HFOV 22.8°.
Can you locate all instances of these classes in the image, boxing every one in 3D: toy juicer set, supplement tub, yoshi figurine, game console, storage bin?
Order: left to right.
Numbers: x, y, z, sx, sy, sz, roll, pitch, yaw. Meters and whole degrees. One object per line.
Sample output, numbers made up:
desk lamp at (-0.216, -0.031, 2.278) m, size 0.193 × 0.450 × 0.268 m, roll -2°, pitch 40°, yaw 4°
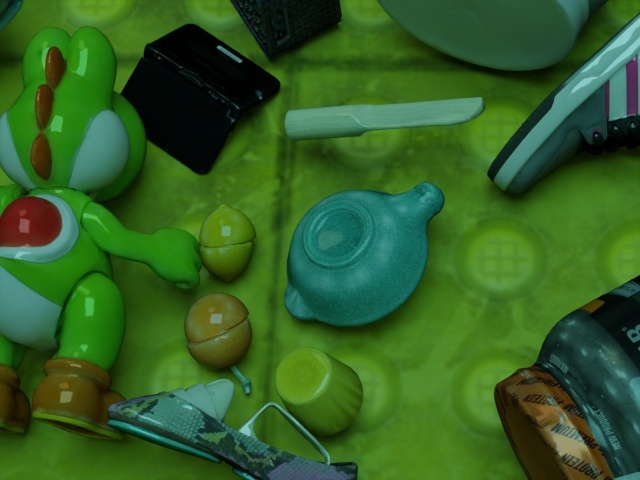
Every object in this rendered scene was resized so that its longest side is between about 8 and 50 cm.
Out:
yoshi figurine at (-0.222, -0.005, 1.427) m, size 0.203 × 0.203 × 0.362 m, roll 11°, pitch 76°, yaw -27°
game console at (-0.120, -0.140, 1.544) m, size 0.122 × 0.071 × 0.107 m, roll 35°, pitch 43°, yaw 18°
storage bin at (-0.060, -0.284, 1.543) m, size 0.084 × 0.122 × 0.180 m, roll -28°, pitch 66°, yaw -7°
toy juicer set at (0.000, 0.000, 1.439) m, size 0.209 × 0.089 × 0.329 m, roll 19°, pitch 73°, yaw 30°
supplement tub at (0.194, -0.348, 1.486) m, size 0.235 × 0.235 × 0.325 m, roll 18°, pitch 70°, yaw 13°
supplement tub at (0.325, 0.109, 1.286) m, size 0.338 × 0.207 × 0.207 m, roll -28°, pitch 66°, yaw -8°

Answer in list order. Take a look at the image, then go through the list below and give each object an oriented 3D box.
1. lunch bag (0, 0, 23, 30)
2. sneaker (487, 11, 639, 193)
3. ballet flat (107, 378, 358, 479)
lunch bag at (-0.438, -0.235, 1.513) m, size 0.262 × 0.160 × 0.223 m, roll -42°, pitch 72°, yaw 33°
sneaker at (0.310, -0.102, 1.436) m, size 0.295 × 0.124 × 0.178 m, roll -42°, pitch 84°, yaw 9°
ballet flat at (-0.068, 0.166, 1.339) m, size 0.221 × 0.077 × 0.079 m, roll 27°, pitch 80°, yaw -7°
